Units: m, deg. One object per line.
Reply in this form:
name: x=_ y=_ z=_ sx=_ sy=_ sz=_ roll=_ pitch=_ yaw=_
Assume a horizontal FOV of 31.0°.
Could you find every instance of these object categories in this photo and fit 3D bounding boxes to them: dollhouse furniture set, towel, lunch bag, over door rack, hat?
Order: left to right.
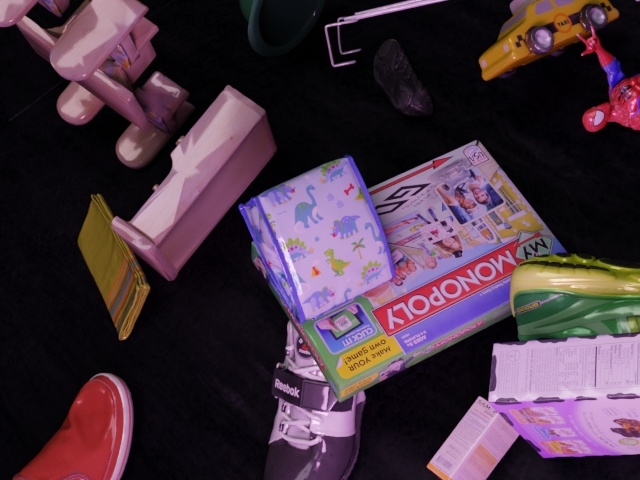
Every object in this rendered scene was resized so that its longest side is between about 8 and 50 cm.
towel: x=-0.316 y=0.036 z=1.722 sx=0.102 sy=0.021 sz=0.237 roll=-62 pitch=41 yaw=26
dollhouse furniture set: x=-0.300 y=-0.170 z=1.671 sx=0.394 sy=0.362 sz=0.256 roll=36 pitch=80 yaw=13
hat: x=-0.108 y=-0.396 z=1.791 sx=0.183 sy=0.208 sz=0.173 roll=37 pitch=53 yaw=26
lunch bag: x=0.000 y=0.000 z=1.285 sx=0.129 sy=0.151 sz=0.096 roll=-26 pitch=1 yaw=-16
over door rack: x=0.150 y=-0.351 z=1.562 sx=0.324 sy=0.108 sz=0.239 roll=-23 pitch=10 yaw=10

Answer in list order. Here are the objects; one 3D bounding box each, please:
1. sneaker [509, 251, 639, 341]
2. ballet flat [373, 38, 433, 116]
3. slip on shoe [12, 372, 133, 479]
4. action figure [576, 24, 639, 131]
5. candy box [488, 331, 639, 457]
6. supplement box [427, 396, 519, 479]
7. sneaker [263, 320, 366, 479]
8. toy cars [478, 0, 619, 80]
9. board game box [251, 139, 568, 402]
sneaker: x=0.349 y=0.091 z=1.243 sx=0.295 sy=0.109 sz=0.123 roll=11 pitch=110 yaw=25
ballet flat: x=0.115 y=-0.230 z=1.651 sx=0.057 sy=0.049 sz=0.173 roll=-48 pitch=36 yaw=27
slip on shoe: x=-0.348 y=0.322 z=1.523 sx=0.123 sy=0.101 sz=0.331 roll=8 pitch=63 yaw=38
action figure: x=0.426 y=-0.233 z=1.384 sx=0.280 sy=0.139 sz=0.091 roll=-35 pitch=47 yaw=11
candy box: x=0.294 y=0.160 z=1.174 sx=0.196 sy=0.165 sz=0.070 roll=-8 pitch=58 yaw=28
supplement box: x=0.170 y=0.230 z=1.276 sx=0.098 sy=0.062 sz=0.036 roll=-51 pitch=46 yaw=-8
sneaker: x=-0.008 y=0.165 z=1.383 sx=0.122 sy=0.146 sz=0.331 roll=7 pitch=65 yaw=35
toy cars: x=0.370 y=-0.322 z=1.445 sx=0.393 sy=0.176 sz=0.087 roll=-26 pitch=89 yaw=15
board game box: x=0.108 y=0.027 z=1.350 sx=0.317 sy=0.046 sz=0.213 roll=-25 pitch=60 yaw=-16
